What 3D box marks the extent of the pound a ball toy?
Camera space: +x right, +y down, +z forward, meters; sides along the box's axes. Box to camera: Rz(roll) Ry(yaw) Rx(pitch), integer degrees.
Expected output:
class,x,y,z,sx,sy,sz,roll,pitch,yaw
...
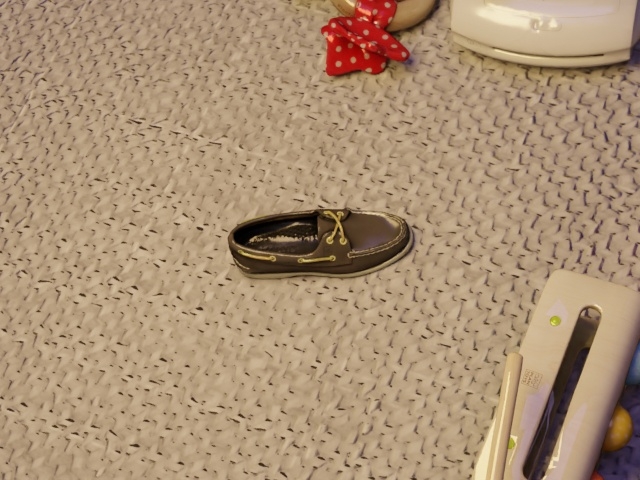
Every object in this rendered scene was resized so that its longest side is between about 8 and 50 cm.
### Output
class,x,y,z,sx,sy,sz,roll,pitch,yaw
pound a ball toy,0.253,0.189,1.209,0.135,0.208,0.319,18,67,19

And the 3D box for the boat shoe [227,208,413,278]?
class,x,y,z,sx,sy,sz,roll,pitch,yaw
boat shoe,0.000,0.000,1.431,0.227,0.069,0.081,-8,62,7

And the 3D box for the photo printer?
class,x,y,z,sx,sy,sz,roll,pitch,yaw
photo printer,0.312,-0.367,1.537,0.256,0.107,0.308,8,66,15

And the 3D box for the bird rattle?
class,x,y,z,sx,sy,sz,roll,pitch,yaw
bird rattle,0.068,-0.348,1.570,0.206,0.143,0.253,-23,63,-20
